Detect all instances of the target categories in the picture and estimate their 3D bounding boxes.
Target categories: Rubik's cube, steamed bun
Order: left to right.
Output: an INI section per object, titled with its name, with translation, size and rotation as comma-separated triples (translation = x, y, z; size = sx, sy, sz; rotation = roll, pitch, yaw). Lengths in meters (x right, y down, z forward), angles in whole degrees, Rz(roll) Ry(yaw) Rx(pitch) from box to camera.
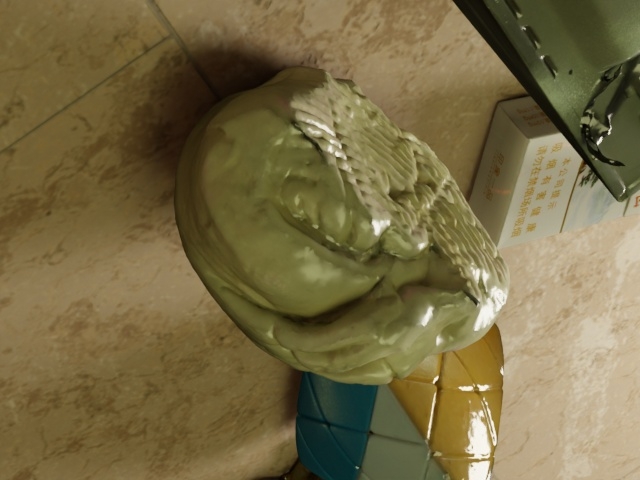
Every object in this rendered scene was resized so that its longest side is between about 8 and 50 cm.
[steamed bun]
translation = 0.000, 0.000, 1.698
size = 0.206, 0.275, 0.320
rotation = -35, 110, 22
[Rubik's cube]
translation = 0.079, 0.208, 2.023
size = 0.254, 0.254, 0.254
rotation = -21, 143, -17

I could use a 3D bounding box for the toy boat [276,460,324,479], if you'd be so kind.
[toy boat]
translation = -0.052, 0.347, 2.187
size = 0.115, 0.089, 0.310
rotation = 6, 128, -45

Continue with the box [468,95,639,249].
[box]
translation = 0.271, -0.085, 1.954
size = 0.233, 0.067, 0.149
rotation = -14, 140, -27

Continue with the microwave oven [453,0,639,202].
[microwave oven]
translation = 0.164, -0.287, 1.387
size = 0.236, 0.374, 0.432
rotation = -37, 140, 6
